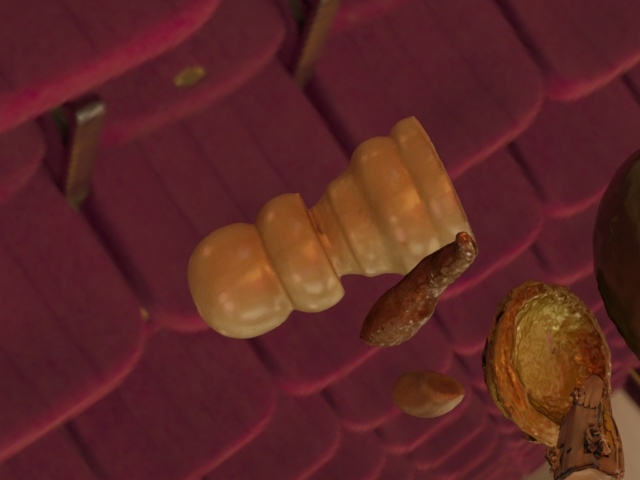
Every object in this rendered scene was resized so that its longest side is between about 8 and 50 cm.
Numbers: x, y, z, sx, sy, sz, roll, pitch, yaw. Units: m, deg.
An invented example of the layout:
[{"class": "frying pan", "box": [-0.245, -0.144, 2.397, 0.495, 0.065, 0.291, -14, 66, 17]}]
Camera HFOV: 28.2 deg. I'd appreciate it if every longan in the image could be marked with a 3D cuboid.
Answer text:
[{"class": "longan", "box": [0.579, 0.020, 1.812, 0.391, 0.391, 0.391, -36, 166, -11]}]

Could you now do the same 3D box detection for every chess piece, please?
[{"class": "chess piece", "box": [0.000, 0.000, 1.357, 0.299, 0.167, 0.167, -24, 166, 1]}]

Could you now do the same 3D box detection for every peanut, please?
[{"class": "peanut", "box": [0.165, 0.235, 1.953, 0.076, 0.076, 0.152, -31, -171, -30]}]

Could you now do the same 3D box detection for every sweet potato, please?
[{"class": "sweet potato", "box": [0.096, 0.044, 1.179, 0.050, 0.050, 0.214, -28, 165, -37]}]

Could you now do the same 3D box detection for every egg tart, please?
[{"class": "egg tart", "box": [0.351, 0.205, 2.041, 0.123, 0.294, 0.294, -18, -175, 46]}]

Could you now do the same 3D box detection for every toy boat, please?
[{"class": "toy boat", "box": [0.295, 0.208, 1.406, 0.084, 0.066, 0.210, -35, -165, 30]}]
